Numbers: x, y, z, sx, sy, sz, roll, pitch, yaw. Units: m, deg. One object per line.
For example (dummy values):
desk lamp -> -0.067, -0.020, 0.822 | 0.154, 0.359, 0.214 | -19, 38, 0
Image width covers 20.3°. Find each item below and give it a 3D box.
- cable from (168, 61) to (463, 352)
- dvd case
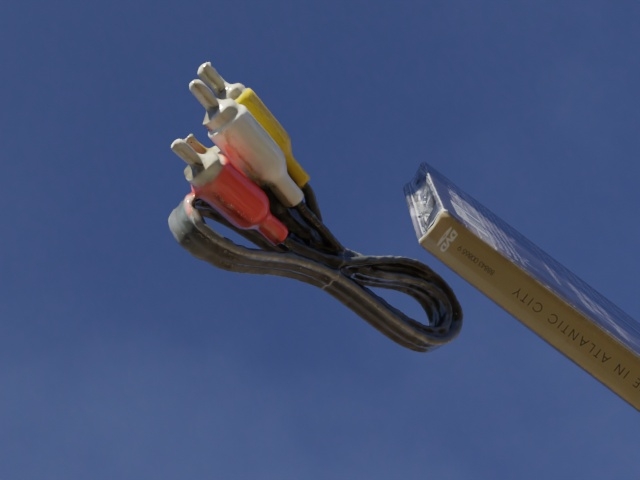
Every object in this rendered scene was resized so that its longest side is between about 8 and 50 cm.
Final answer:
cable -> 0.000, 0.000, 1.276 | 0.287, 0.139, 0.072 | 37, -51, -18
dvd case -> 0.121, 0.052, 0.610 | 0.221, 0.164, 0.018 | 36, -84, -4
